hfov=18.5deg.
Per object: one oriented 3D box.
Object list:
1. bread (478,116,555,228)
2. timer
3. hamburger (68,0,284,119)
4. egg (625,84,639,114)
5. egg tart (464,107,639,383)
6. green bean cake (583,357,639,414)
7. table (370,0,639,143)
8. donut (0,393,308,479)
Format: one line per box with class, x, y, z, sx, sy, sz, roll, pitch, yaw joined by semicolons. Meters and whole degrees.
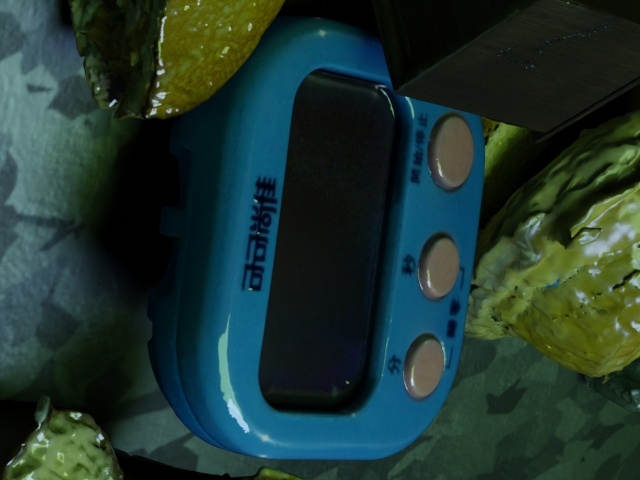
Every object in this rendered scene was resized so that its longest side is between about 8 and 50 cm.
bread;0.157;-0.097;1.736;0.103;0.065;0.187;20;110;-52
timer;0.000;0.000;1.547;0.309;0.115;0.340;8;90;-49
hamburger;-0.086;-0.215;1.337;0.156;0.144;0.283;-23;140;-40
egg;0.333;-0.136;1.864;0.096;0.080;0.080;-22;136;-14
egg tart;0.298;0.005;1.811;0.388;0.169;0.388;-29;163;-10
green bean cake;0.391;0.106;2.112;0.173;0.094;0.181;6;115;-46
table;0.148;-0.198;1.514;0.172;0.169;0.193;-31;153;36
donut;-0.171;0.214;1.521;0.345;0.259;0.136;24;74;-31
